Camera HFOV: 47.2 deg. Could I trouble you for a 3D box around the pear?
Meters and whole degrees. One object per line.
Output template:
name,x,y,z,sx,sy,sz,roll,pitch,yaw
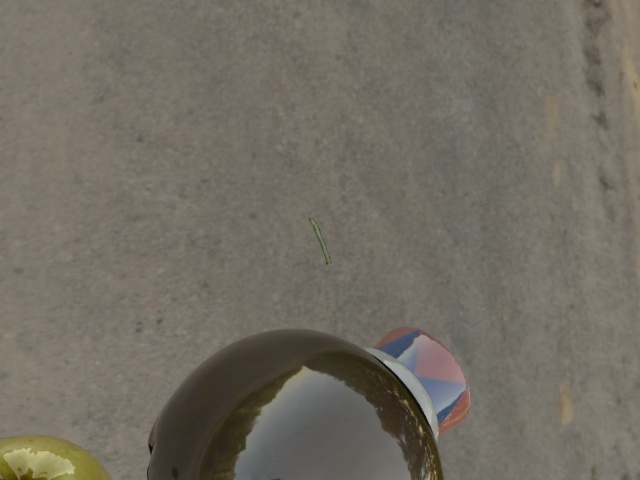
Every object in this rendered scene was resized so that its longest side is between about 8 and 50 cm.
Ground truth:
pear,-0.455,0.453,1.108,0.309,0.309,0.309,13,72,-44

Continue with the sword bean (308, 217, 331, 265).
sword bean,0.000,0.000,1.108,0.012,0.012,0.083,1,60,-46

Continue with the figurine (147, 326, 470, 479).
figurine,-0.029,0.141,0.349,0.275,0.161,0.158,-44,97,-19
